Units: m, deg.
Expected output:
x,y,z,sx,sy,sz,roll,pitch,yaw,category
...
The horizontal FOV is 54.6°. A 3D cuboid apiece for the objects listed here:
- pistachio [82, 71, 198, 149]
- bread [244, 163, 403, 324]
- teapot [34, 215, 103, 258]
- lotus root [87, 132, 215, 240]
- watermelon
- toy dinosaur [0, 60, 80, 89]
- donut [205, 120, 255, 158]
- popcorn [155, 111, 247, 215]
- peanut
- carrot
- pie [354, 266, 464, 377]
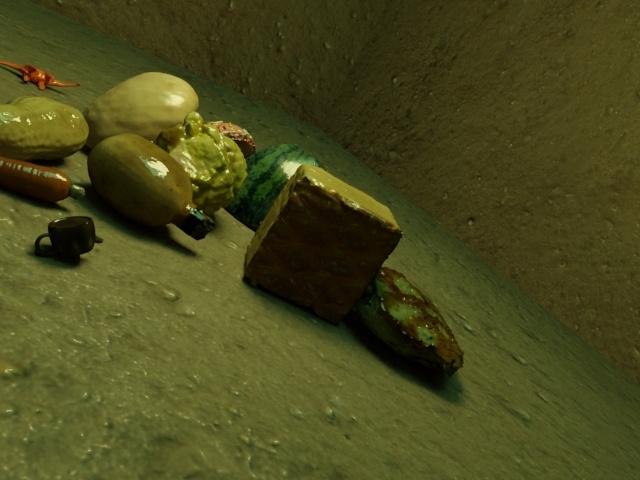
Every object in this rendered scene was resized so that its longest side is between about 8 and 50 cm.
x,y,z,sx,sy,sz,roll,pitch,yaw,category
-0.469,-0.319,1.632,0.309,0.229,0.230,-13,24,-2,pistachio
0.000,0.000,1.447,0.279,0.279,0.207,27,16,-10,bread
-0.437,0.001,1.079,0.076,0.068,0.121,14,24,41,teapot
-0.368,-0.111,1.363,0.310,0.182,0.183,38,17,7,lotus root
-0.153,-0.155,1.823,0.250,0.283,0.293,42,-12,-12,watermelon
-0.860,-0.492,1.833,0.280,0.055,0.101,16,12,-35,toy dinosaur
-0.284,-0.254,1.759,0.199,0.232,0.085,-14,66,-18,donut
-0.306,-0.177,1.558,0.259,0.259,0.212,32,-25,7,popcorn
-0.635,-0.239,1.330,0.148,0.147,0.319,34,21,11,peanut
-0.622,-0.135,1.183,0.336,0.069,0.069,16,20,-22,carrot
0.214,0.189,1.505,0.288,0.103,0.354,33,20,-25,pie
